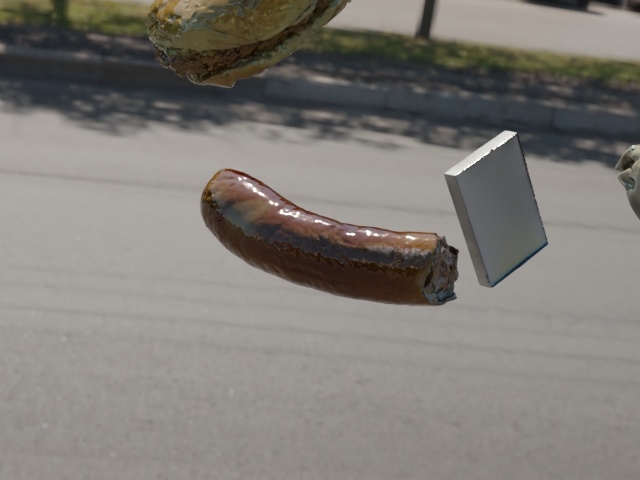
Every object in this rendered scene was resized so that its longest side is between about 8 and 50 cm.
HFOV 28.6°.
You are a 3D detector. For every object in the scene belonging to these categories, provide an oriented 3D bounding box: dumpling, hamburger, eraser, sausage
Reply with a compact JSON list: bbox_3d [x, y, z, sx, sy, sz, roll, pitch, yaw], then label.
[{"bbox_3d":[0.513,-0.069,1.717,0.172,0.142,0.247,11,12,-22],"label":"dumpling"},{"bbox_3d":[-0.103,-0.330,1.694,0.259,0.283,0.144,34,-11,50],"label":"hamburger"},{"bbox_3d":[0.199,-0.035,1.414,0.104,0.150,0.023,-35,29,-27],"label":"eraser"},{"bbox_3d":[-0.003,0.002,1.277,0.302,0.076,0.103,17,42,24],"label":"sausage"}]
